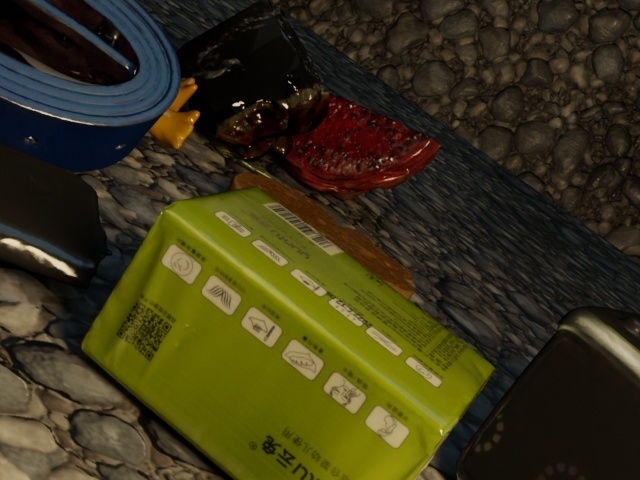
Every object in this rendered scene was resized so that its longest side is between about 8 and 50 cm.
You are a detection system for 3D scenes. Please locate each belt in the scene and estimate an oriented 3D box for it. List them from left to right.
[{"bbox_3d":[-0.319,-0.203,1.048,0.346,0.117,0.212,29,55,-21],"label":"belt"}]

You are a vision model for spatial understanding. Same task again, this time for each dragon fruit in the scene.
[{"bbox_3d":[0.041,-0.133,1.716,0.316,0.152,0.205,26,-6,24],"label":"dragon fruit"}]

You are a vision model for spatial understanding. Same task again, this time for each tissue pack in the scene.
[{"bbox_3d":[-0.020,0.100,0.867,0.274,0.167,0.200,38,19,11],"label":"tissue pack"}]

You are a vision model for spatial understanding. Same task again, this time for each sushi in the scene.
[{"bbox_3d":[-0.088,-0.230,1.544,0.212,0.215,0.227,54,-13,-5],"label":"sushi"}]

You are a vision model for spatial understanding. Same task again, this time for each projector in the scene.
[{"bbox_3d":[0.404,0.272,1.050,0.405,0.242,0.395,14,25,-52],"label":"projector"}]

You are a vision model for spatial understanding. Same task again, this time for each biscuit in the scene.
[{"bbox_3d":[-0.001,0.001,1.401,0.288,0.044,0.202,32,17,-12],"label":"biscuit"}]

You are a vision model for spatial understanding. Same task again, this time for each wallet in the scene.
[{"bbox_3d":[-0.361,-0.073,0.895,0.377,0.051,0.197,25,21,-23],"label":"wallet"}]

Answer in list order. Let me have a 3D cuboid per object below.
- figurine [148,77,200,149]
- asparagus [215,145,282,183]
[{"bbox_3d":[-0.309,-0.239,1.272,0.343,0.187,0.215,32,6,-26],"label":"figurine"},{"bbox_3d":[-0.109,-0.113,1.569,0.114,0.014,0.015,31,-20,-14],"label":"asparagus"}]
